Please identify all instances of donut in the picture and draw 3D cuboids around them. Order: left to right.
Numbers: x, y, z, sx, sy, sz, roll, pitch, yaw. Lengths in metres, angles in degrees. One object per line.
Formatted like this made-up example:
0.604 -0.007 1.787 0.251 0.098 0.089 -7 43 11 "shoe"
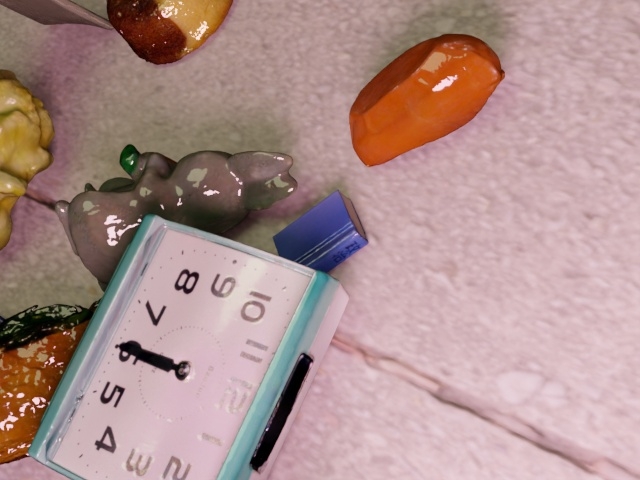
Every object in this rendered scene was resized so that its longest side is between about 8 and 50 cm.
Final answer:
-0.181 -0.294 1.754 0.166 0.073 0.184 -29 48 26 "donut"

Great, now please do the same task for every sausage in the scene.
0.092 -0.135 1.426 0.179 0.089 0.089 -33 47 32 "sausage"

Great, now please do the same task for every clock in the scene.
-0.114 0.131 1.409 0.231 0.116 0.262 17 77 32 "clock"

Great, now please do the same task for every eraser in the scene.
0.000 0.000 1.456 0.084 0.027 0.063 -35 48 16 "eraser"

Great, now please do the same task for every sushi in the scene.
-0.321 0.152 1.534 0.287 0.149 0.140 -21 76 -3 "sushi"

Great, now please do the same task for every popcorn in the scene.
-0.435 -0.099 1.759 0.256 0.195 0.255 -30 52 -4 "popcorn"

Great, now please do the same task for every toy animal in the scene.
-0.132 -0.039 1.545 0.251 0.127 0.125 -15 43 15 "toy animal"

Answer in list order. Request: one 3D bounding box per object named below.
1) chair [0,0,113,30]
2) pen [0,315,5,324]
-0.416 -0.274 1.748 0.160 0.319 0.186 8 66 43 "chair"
-0.404 0.078 1.738 0.204 0.025 0.025 21 79 44 "pen"
